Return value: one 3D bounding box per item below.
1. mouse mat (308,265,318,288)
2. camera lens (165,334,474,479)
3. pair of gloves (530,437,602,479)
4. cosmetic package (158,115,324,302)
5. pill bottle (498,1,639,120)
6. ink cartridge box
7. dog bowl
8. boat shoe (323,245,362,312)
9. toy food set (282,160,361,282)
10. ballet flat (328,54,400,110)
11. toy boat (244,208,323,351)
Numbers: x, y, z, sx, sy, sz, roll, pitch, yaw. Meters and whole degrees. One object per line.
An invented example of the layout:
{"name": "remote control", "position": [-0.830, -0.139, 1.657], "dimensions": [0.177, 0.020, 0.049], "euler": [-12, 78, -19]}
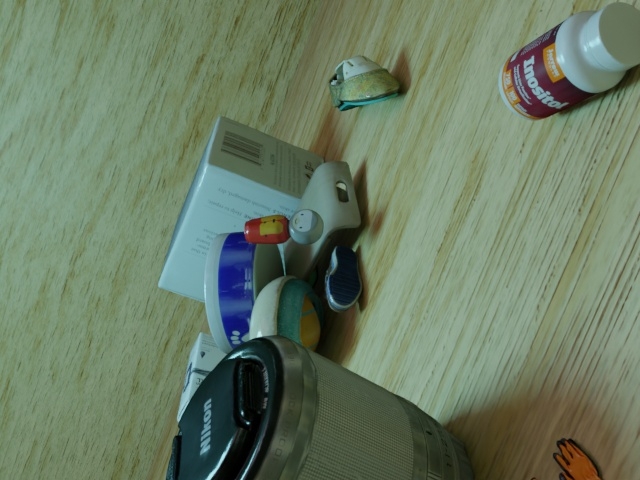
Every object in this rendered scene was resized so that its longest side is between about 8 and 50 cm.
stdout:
{"name": "mouse mat", "position": [-0.048, 0.119, 1.530], "dimensions": [0.152, 0.007, 0.189], "euler": [-96, 30, -57]}
{"name": "camera lens", "position": [-0.004, 0.242, 0.647], "dimensions": [0.219, 0.274, 0.219], "euler": [-43, 29, 30]}
{"name": "pair of gloves", "position": [0.206, 0.215, 0.528], "dimensions": [0.074, 0.010, 0.083], "euler": [-110, 41, -67]}
{"name": "cosmetic package", "position": [-0.207, -0.059, 1.687], "dimensions": [0.329, 0.328, 0.393], "euler": [-95, 29, -57]}
{"name": "pill bottle", "position": [0.268, -0.190, 0.663], "dimensions": [0.152, 0.086, 0.086], "euler": [158, 129, -70]}
{"name": "ink cartridge box", "position": [-0.274, 0.385, 1.670], "dimensions": [0.237, 0.172, 0.100], "euler": [-91, 25, -51]}
{"name": "dog bowl", "position": [-0.155, 0.111, 1.341], "dimensions": [0.265, 0.104, 0.264], "euler": [-4, -90, -80]}
{"name": "boat shoe", "position": [0.040, 0.085, 1.176], "dimensions": [0.183, 0.066, 0.066], "euler": [-77, 8, -59]}
{"name": "toy food set", "position": [0.000, 0.000, 1.386], "dimensions": [0.219, 0.093, 0.306], "euler": [-98, 27, -46]}
{"name": "ballet flat", "position": [0.085, -0.363, 1.414], "dimensions": [0.348, 0.123, 0.123], "euler": [-139, 69, -77]}
{"name": "toy boat", "position": [-0.054, 0.101, 1.188], "dimensions": [0.267, 0.148, 0.318], "euler": [-54, -41, -75]}
